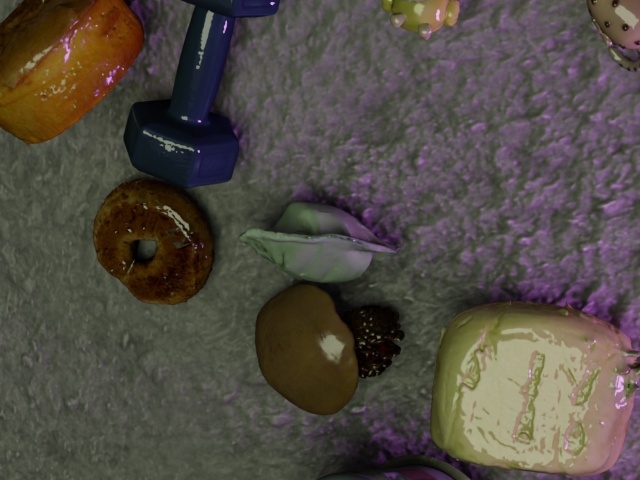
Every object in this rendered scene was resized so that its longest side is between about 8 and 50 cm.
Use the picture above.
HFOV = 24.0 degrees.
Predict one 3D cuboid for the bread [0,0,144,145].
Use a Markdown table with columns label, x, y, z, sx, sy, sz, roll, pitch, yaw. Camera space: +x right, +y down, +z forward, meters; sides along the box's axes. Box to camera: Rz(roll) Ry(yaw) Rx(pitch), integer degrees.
| label | x | y | z | sx | sy | sz | roll | pitch | yaw |
| --- | --- | --- | --- | --- | --- | --- | --- | --- | --- |
| bread | -0.350 | -0.239 | 1.961 | 0.268 | 0.268 | 0.146 | -34 | 114 | 24 |

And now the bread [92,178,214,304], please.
| label | x | y | z | sx | sy | sz | roll | pitch | yaw |
| --- | --- | --- | --- | --- | --- | --- | --- | --- | --- |
| bread | -0.233 | 0.002 | 2.125 | 0.193 | 0.064 | 0.193 | 9 | 117 | 17 |

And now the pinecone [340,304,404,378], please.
| label | x | y | z | sx | sy | sz | roll | pitch | yaw |
| --- | --- | --- | --- | --- | --- | --- | --- | --- | --- |
| pinecone | 0.064 | 0.138 | 2.084 | 0.102 | 0.102 | 0.109 | 28 | 143 | 3 |

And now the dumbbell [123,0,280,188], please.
| label | x | y | z | sx | sy | sz | roll | pitch | yaw |
| --- | --- | --- | --- | --- | --- | --- | --- | --- | --- |
| dumbbell | -0.155 | -0.235 | 1.964 | 0.160 | 0.144 | 0.325 | 20 | 114 | 5 |

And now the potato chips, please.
| label | x | y | z | sx | sy | sz | roll | pitch | yaw |
| --- | --- | --- | --- | --- | --- | --- | --- | --- | --- |
| potato chips | -0.033 | 0.157 | 2.079 | 0.208 | 0.062 | 0.195 | 12 | 116 | 45 |

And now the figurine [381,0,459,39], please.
| label | x | y | z | sx | sy | sz | roll | pitch | yaw |
| --- | --- | --- | --- | --- | --- | --- | --- | --- | --- |
| figurine | 0.114 | -0.326 | 1.801 | 0.127 | 0.235 | 0.155 | 18 | 114 | 8 |

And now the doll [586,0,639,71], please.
| label | x | y | z | sx | sy | sz | roll | pitch | yaw |
| --- | --- | --- | --- | --- | --- | --- | --- | --- | --- |
| doll | 0.339 | -0.309 | 1.805 | 0.278 | 0.119 | 0.154 | 46 | 150 | -14 |

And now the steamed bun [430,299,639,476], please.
| label | x | y | z | sx | sy | sz | roll | pitch | yaw |
| --- | --- | --- | --- | --- | --- | --- | --- | --- | --- |
| steamed bun | 0.287 | 0.190 | 2.001 | 0.273 | 0.166 | 0.232 | 4 | 100 | 8 |

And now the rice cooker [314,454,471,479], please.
| label | x | y | z | sx | sy | sz | roll | pitch | yaw |
| --- | --- | --- | --- | --- | --- | --- | --- | --- | --- |
| rice cooker | 0.098 | 0.436 | 2.082 | 0.316 | 0.316 | 0.264 | 24 | 103 | 5 |

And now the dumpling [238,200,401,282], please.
| label | x | y | z | sx | sy | sz | roll | pitch | yaw |
| --- | --- | --- | --- | --- | --- | --- | --- | --- | --- |
| dumpling | 0.000 | -0.010 | 2.018 | 0.219 | 0.108 | 0.153 | 2 | 149 | -3 |
